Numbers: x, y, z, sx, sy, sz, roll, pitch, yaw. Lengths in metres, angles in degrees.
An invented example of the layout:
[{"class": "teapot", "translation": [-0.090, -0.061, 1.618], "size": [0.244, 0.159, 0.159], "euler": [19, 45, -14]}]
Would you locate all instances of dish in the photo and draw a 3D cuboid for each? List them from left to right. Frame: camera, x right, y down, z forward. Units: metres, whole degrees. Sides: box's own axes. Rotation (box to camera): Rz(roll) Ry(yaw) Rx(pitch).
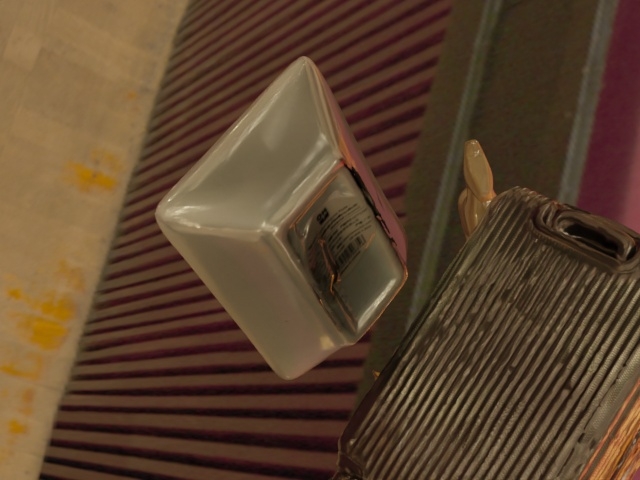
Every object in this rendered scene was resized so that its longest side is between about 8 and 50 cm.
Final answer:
[{"class": "dish", "translation": [0.000, 0.000, 0.857], "size": [0.182, 0.080, 0.243], "euler": [-49, 136, -16]}]

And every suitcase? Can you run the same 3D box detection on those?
[{"class": "suitcase", "translation": [0.156, 0.124, 0.828], "size": [0.312, 0.202, 0.128], "euler": [-58, 146, -3]}]

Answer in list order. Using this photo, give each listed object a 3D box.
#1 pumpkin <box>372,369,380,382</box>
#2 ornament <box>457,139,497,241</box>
[{"class": "pumpkin", "translation": [0.194, 0.263, 1.438], "size": [0.254, 0.130, 0.149], "euler": [13, 87, -26]}, {"class": "ornament", "translation": [0.238, -0.031, 1.532], "size": [0.061, 0.230, 0.244], "euler": [-14, 98, 5]}]
